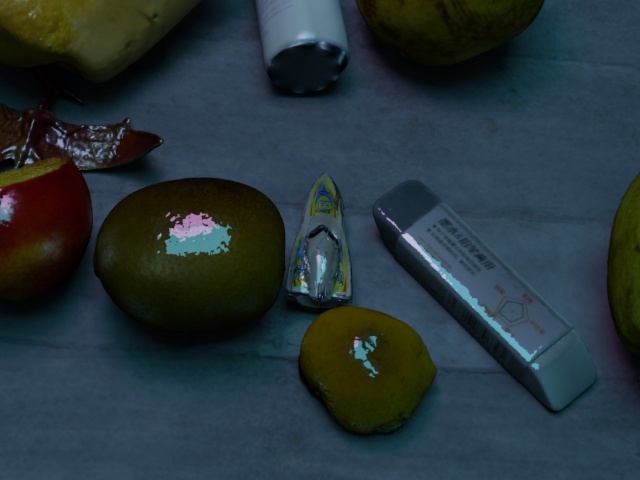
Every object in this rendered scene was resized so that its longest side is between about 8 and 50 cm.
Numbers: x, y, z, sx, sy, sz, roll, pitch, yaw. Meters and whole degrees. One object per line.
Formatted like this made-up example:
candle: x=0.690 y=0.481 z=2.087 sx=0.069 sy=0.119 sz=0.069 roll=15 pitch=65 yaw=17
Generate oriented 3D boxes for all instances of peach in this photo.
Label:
peach: x=-0.373 y=-0.025 z=1.515 sx=0.190 sy=0.190 sz=0.192 roll=16 pitch=82 yaw=5

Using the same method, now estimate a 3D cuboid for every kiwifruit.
kiwifruit: x=-0.158 y=0.018 z=1.506 sx=0.234 sy=0.196 sz=0.196 roll=-2 pitch=60 yaw=-1

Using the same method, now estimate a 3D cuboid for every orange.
orange: x=0.053 y=0.146 z=1.498 sx=0.170 sy=0.112 sz=0.160 roll=-2 pitch=59 yaw=8

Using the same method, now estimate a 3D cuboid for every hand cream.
hand cream: x=-0.041 y=-0.383 z=1.781 sx=0.118 sy=0.185 sz=0.359 roll=9 pitch=59 yaw=-32

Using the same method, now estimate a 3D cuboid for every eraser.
eraser: x=0.204 y=0.063 z=1.581 sx=0.089 sy=0.061 sz=0.352 roll=-35 pitch=68 yaw=-21

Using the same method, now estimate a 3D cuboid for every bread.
bread: x=-0.348 y=-0.407 z=1.687 sx=0.361 sy=0.250 sz=0.394 roll=34 pitch=64 yaw=25

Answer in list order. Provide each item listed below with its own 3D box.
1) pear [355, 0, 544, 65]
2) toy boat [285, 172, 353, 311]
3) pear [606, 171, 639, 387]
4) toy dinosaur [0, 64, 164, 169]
pear: x=0.174 y=-0.379 z=1.720 sx=0.280 sy=0.281 sz=0.281 roll=2 pitch=59 yaw=-3
toy boat: x=0.000 y=0.000 z=1.600 sx=0.084 sy=0.066 sz=0.210 roll=4 pitch=58 yaw=-3
pear: x=0.487 y=0.024 z=1.514 sx=0.287 sy=0.287 sz=0.375 roll=34 pitch=79 yaw=15
toy dinosaur: x=-0.369 y=-0.159 z=1.637 sx=0.327 sy=0.113 sz=0.206 roll=37 pitch=60 yaw=15
